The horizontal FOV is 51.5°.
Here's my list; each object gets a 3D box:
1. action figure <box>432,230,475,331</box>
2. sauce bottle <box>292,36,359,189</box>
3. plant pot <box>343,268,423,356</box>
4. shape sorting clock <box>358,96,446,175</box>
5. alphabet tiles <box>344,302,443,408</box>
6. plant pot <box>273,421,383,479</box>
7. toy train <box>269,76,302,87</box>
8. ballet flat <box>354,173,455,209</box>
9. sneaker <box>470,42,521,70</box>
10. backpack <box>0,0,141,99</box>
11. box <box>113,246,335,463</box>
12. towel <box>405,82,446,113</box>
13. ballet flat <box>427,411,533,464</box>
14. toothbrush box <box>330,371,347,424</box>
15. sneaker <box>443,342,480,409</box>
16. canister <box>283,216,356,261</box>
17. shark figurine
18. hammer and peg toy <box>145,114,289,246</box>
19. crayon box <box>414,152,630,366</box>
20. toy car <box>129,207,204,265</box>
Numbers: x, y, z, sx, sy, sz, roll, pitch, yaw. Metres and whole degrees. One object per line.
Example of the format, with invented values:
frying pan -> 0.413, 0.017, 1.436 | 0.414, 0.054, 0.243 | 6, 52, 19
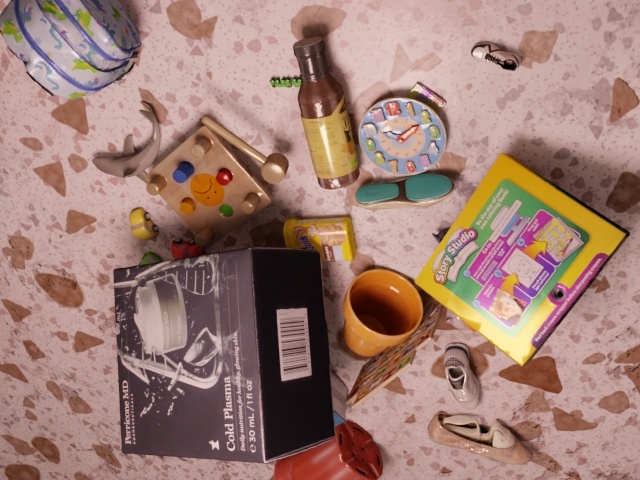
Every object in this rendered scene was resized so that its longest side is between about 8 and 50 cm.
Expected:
action figure -> 0.426, 0.097, 1.623 | 0.341, 0.178, 0.330 | 42, 114, -15
sauce bottle -> 0.010, -0.288, 1.524 | 0.111, 0.111, 0.344 | -3, 123, 18
plant pot -> 0.147, 0.212, 1.773 | 0.205, 0.205, 0.188 | 22, 141, 1
shape sorting clock -> 0.189, -0.238, 1.541 | 0.206, 0.040, 0.206 | 10, 127, 13
alphabet tiles -> 0.194, 0.300, 1.748 | 0.011, 0.285, 0.342 | 42, 124, -3
plant pot -> 0.040, 0.730, 2.103 | 0.272, 0.272, 0.265 | 41, 115, -12
toy train -> -0.079, -0.370, 1.555 | 0.083, 0.017, 0.024 | 1, 133, 15
ballet flat -> 0.207, -0.110, 1.613 | 0.248, 0.086, 0.086 | -2, 121, 19
sneaker -> 0.371, -0.387, 1.399 | 0.109, 0.044, 0.040 | 17, 127, 7
backpack -> -0.531, -0.450, 1.426 | 0.273, 0.355, 0.290 | -20, 114, 25
box -> -0.249, 0.280, 1.672 | 0.471, 0.297, 0.480 | -10, 82, 34
towel -> 0.236, -0.314, 1.505 | 0.083, 0.009, 0.060 | 34, 125, -6
ballet flat -> 0.477, 0.580, 1.963 | 0.316, 0.107, 0.106 | 10, 117, 8
toothbrush box -> -0.098, 0.479, 2.020 | 0.295, 0.126, 0.216 | -19, 129, 27
sneaker -> 0.395, 0.404, 1.875 | 0.090, 0.095, 0.235 | -13, 119, 21
canister -> 0.000, 0.000, 1.739 | 0.169, 0.073, 0.126 | -3, 122, 16
shark figurine -> -0.475, -0.216, 1.711 | 0.166, 0.116, 0.278 | 43, 125, -15
hammer and peg toy -> -0.252, -0.166, 1.670 | 0.361, 0.127, 0.266 | -33, 106, 31
crayon box -> 0.440, 0.040, 1.489 | 0.313, 0.106, 0.363 | 40, 110, 23
toy car -> -0.476, 0.044, 1.913 | 0.239, 0.053, 0.225 | 32, 125, -5
